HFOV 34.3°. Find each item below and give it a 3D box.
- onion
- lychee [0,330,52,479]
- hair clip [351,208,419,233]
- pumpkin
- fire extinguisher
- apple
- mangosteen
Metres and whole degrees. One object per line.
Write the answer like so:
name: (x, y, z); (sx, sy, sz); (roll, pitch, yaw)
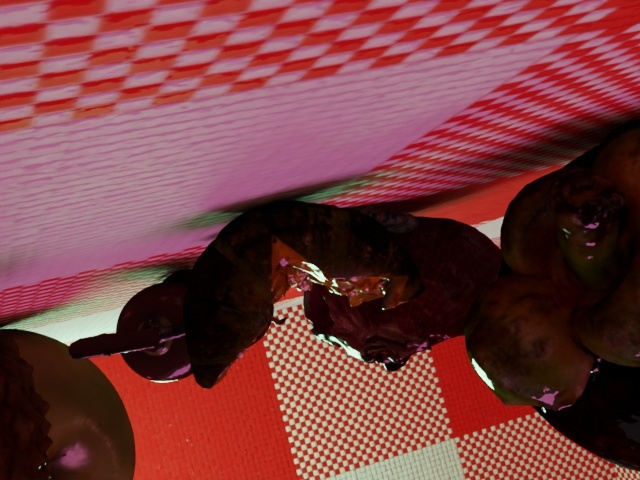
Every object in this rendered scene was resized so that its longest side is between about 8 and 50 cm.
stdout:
onion: (0.088, 0.040, 1.036); (0.227, 0.120, 0.283); (-2, -168, 11)
lychee: (-0.300, 0.162, 0.677); (0.267, 0.267, 0.267); (-15, 175, -1)
hair clip: (-0.001, -0.002, 0.924); (0.229, 0.036, 0.066); (-16, 178, -37)
pumpkin: (-0.024, 0.024, 0.765); (0.183, 0.107, 0.119); (-21, -177, -11)
fire extinguisher: (-0.146, 0.086, 1.082); (0.141, 0.105, 0.341); (-17, 177, 11)
apple: (-0.355, 0.223, 1.182); (0.258, 0.233, 0.295); (6, 150, 42)
mangosteen: (0.290, 0.051, 0.879); (0.330, 0.330, 0.330); (-15, 175, -1)
